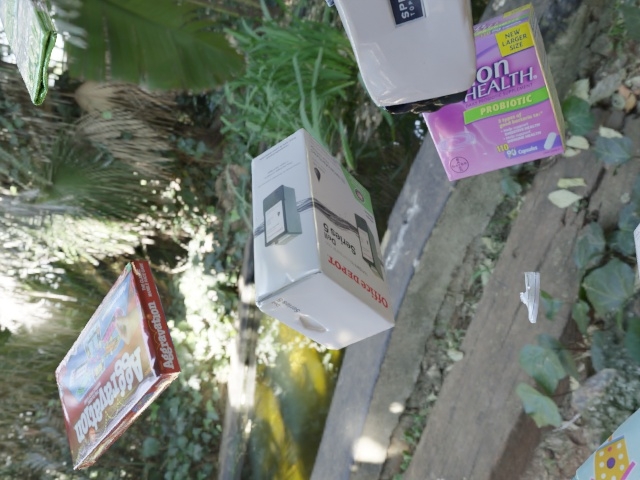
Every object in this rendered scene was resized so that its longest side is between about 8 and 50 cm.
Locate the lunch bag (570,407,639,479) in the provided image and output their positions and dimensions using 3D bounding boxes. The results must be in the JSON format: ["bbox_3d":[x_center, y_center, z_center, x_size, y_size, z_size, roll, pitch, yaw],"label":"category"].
[{"bbox_3d":[0.300,0.151,0.240,0.223,0.262,0.160,-54,-2,10],"label":"lunch bag"}]

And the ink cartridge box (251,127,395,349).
[{"bbox_3d":[0.000,0.000,0.800,0.115,0.198,0.272,-28,48,24],"label":"ink cartridge box"}]

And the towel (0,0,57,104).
[{"bbox_3d":[-0.322,-0.243,0.575,0.113,0.023,0.152,-44,68,48],"label":"towel"}]

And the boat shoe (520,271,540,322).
[{"bbox_3d":[0.404,0.108,1.014,0.035,0.035,0.100,25,-111,-64],"label":"boat shoe"}]

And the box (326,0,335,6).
[{"bbox_3d":[0.038,-0.518,0.829,0.175,0.220,0.051,-22,21,30],"label":"box"}]

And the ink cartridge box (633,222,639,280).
[{"bbox_3d":[0.447,0.076,0.573,0.093,0.154,0.212,26,-118,-65],"label":"ink cartridge box"}]

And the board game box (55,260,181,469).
[{"bbox_3d":[-0.263,0.164,0.654,0.281,0.027,0.145,-46,59,34],"label":"board game box"}]

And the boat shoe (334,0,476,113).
[{"bbox_3d":[0.042,-0.255,0.363,0.340,0.127,0.158,66,-161,-57],"label":"boat shoe"}]

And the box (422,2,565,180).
[{"bbox_3d":[0.305,-0.259,0.956,0.243,0.214,0.117,62,-145,-25],"label":"box"}]
